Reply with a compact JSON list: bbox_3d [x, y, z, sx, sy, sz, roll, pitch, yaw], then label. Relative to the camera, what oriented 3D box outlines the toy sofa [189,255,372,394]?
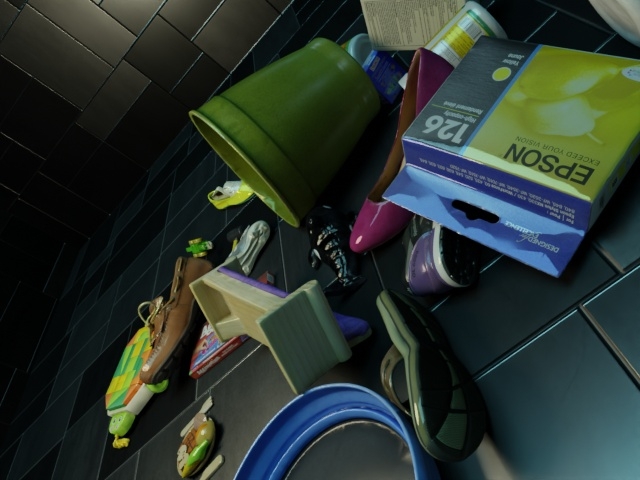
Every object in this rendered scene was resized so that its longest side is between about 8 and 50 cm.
[{"bbox_3d":[-0.085,0.122,0.991,0.177,0.150,0.363,-34,21,-23],"label":"toy sofa"}]

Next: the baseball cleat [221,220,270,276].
[{"bbox_3d":[-0.202,0.039,1.428,0.205,0.072,0.109,-53,14,-8],"label":"baseball cleat"}]

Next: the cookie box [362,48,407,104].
[{"bbox_3d":[0.152,-0.401,1.317,0.091,0.107,0.040,-59,29,-9],"label":"cookie box"}]

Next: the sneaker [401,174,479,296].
[{"bbox_3d":[0.183,-0.040,0.888,0.124,0.107,0.283,-30,36,47],"label":"sneaker"}]

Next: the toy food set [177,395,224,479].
[{"bbox_3d":[-0.261,0.418,1.113,0.132,0.039,0.192,-50,29,7],"label":"toy food set"}]

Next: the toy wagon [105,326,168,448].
[{"bbox_3d":[-0.504,0.387,1.479,0.267,0.068,0.344,-27,38,41],"label":"toy wagon"}]

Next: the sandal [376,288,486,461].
[{"bbox_3d":[0.131,0.177,0.726,0.086,0.120,0.302,-51,20,18],"label":"sandal"}]

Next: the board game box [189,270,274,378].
[{"bbox_3d":[-0.212,0.202,1.289,0.281,0.027,0.145,-40,30,24],"label":"board game box"}]

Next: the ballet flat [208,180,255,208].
[{"bbox_3d":[-0.292,-0.153,1.741,0.231,0.077,0.077,-14,47,50],"label":"ballet flat"}]

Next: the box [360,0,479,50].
[{"bbox_3d":[0.225,-0.524,1.202,0.233,0.148,0.126,8,59,24],"label":"box"}]

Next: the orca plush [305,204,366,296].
[{"bbox_3d":[0.000,0.000,1.112,0.151,0.102,0.287,-37,33,28],"label":"orca plush"}]

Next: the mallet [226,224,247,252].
[{"bbox_3d":[-0.238,0.037,1.506,0.062,0.039,0.189,-32,40,31],"label":"mallet"}]

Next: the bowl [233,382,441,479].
[{"bbox_3d":[0.000,0.388,0.718,0.391,0.077,0.391,-36,33,29],"label":"bowl"}]

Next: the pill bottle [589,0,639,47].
[{"bbox_3d":[0.518,-0.415,0.729,0.278,0.162,0.162,-42,31,22],"label":"pill bottle"}]

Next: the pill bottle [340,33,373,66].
[{"bbox_3d":[0.056,-0.452,1.485,0.246,0.136,0.136,-15,47,50],"label":"pill bottle"}]

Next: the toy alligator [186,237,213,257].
[{"bbox_3d":[-0.365,0.017,1.698,0.051,0.056,0.190,-23,8,-37],"label":"toy alligator"}]

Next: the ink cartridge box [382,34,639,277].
[{"bbox_3d":[0.277,-0.144,0.770,0.304,0.072,0.307,30,77,38],"label":"ink cartridge box"}]

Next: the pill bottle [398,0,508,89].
[{"bbox_3d":[0.265,-0.370,1.104,0.208,0.118,0.117,-44,30,18],"label":"pill bottle"}]

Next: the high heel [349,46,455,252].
[{"bbox_3d":[0.133,-0.162,1.006,0.377,0.181,0.127,-55,28,-2],"label":"high heel"}]

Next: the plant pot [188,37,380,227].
[{"bbox_3d":[-0.056,-0.282,1.297,0.353,0.366,0.366,-44,28,-6],"label":"plant pot"}]

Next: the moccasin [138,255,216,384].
[{"bbox_3d":[-0.390,0.194,1.404,0.139,0.147,0.379,113,172,-54],"label":"moccasin"}]
